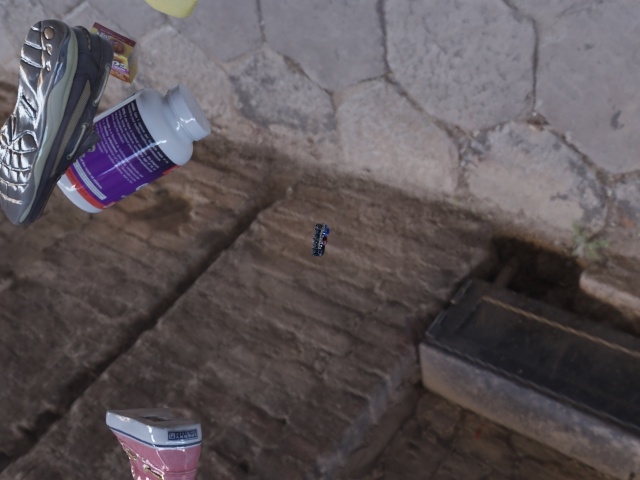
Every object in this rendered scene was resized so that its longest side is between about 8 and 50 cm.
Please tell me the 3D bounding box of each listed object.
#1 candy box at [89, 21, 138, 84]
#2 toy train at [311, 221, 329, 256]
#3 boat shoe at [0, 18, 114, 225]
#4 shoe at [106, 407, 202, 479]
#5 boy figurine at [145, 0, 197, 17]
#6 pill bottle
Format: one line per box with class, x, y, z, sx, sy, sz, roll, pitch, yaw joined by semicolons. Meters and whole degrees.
candy box;-0.513;-0.460;1.789;0.109;0.053;0.186;26;167;-8
toy train;0.000;0.000;1.768;0.036;0.027;0.158;7;153;-1
boat shoe;-0.407;-0.166;1.126;0.132;0.130;0.355;51;126;29
shoe;-0.160;0.204;0.679;0.178;0.063;0.081;-9;79;59
boy figurine;-0.263;-0.357;0.871;0.285;0.177;0.092;22;126;4
pill bottle;-0.405;-0.205;1.555;0.182;0.322;0.181;60;-171;-16
